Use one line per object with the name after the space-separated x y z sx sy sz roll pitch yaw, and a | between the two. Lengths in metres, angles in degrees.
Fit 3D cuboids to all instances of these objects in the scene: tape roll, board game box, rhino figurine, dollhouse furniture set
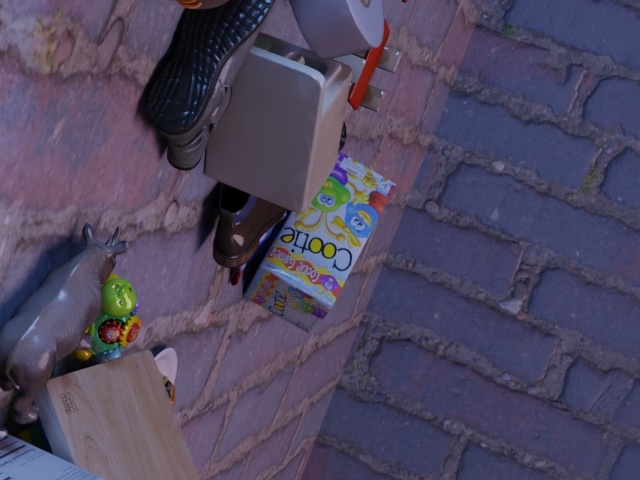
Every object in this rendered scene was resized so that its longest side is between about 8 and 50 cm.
0.013 -0.342 1.489 0.219 0.072 0.219 -12 90 -72 | tape roll
0.000 0.000 2.069 0.275 0.142 0.144 -61 -178 -29 | board game box
-0.268 0.069 1.244 0.106 0.073 0.243 103 13 -50 | rhino figurine
0.101 -0.345 1.976 0.262 0.135 0.259 23 90 -78 | dollhouse furniture set

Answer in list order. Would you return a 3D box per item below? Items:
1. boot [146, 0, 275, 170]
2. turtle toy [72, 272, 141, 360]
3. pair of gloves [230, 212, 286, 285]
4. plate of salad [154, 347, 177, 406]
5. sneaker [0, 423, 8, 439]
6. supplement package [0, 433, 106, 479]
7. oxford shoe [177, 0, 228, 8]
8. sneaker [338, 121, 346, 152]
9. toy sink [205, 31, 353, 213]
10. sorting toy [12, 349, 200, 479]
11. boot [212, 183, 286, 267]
-0.126 -0.210 1.396 0.247 0.083 0.161 -60 174 -10 | boot
-0.247 0.089 1.385 0.130 0.066 0.095 98 18 -50 | turtle toy
-0.091 -0.016 1.920 0.159 0.023 0.198 -57 176 -33 | pair of gloves
-0.250 0.253 1.720 0.200 0.048 0.200 23 90 -78 | plate of salad
-0.361 0.187 1.118 0.073 0.063 0.162 -51 165 4 | sneaker
-0.354 0.333 1.157 0.262 0.145 0.204 -18 129 -74 | supplement package
-0.120 -0.277 1.154 0.363 0.130 0.133 -43 162 -58 | oxford shoe
0.004 -0.185 2.008 0.188 0.067 0.078 -38 154 -62 | sneaker
-0.053 -0.180 1.557 0.234 0.152 0.131 99 18 -45 | toy sink
-0.249 0.280 1.397 0.257 0.089 0.255 68 18 4 | sorting toy
-0.095 -0.070 1.733 0.106 0.082 0.219 94 15 -50 | boot
